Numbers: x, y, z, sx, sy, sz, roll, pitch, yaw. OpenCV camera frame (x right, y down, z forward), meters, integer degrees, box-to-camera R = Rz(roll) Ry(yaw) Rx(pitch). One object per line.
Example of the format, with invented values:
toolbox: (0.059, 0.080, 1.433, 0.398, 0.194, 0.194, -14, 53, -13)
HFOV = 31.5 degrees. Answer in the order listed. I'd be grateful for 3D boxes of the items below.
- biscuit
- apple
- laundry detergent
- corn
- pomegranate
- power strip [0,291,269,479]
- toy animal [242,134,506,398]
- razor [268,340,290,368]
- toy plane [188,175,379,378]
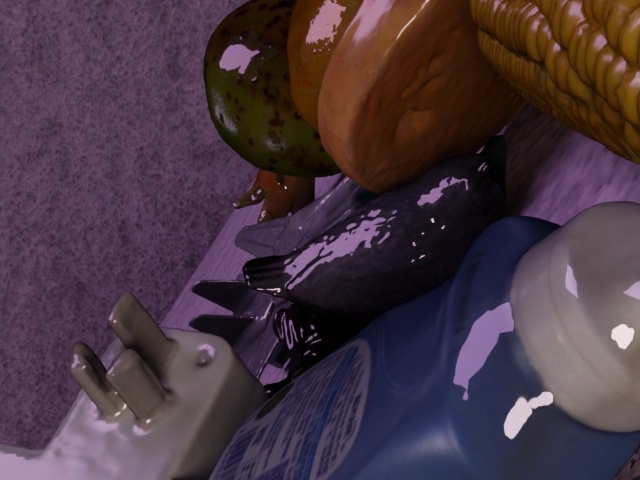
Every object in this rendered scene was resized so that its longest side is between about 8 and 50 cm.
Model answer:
biscuit: (0.113, -0.176, 0.685, 0.275, 0.052, 0.355, -18, -35, -43)
apple: (0.047, -0.170, 1.024, 0.155, 0.182, 0.182, -18, 23, 17)
laundry detergent: (0.052, 0.073, 0.453, 0.290, 0.094, 0.143, -42, 11, 48)
corn: (0.137, -0.096, 0.480, 0.120, 0.120, 0.363, -55, 12, 12)
pomegranate: (-0.049, -0.156, 1.337, 0.286, 0.231, 0.231, -50, 11, 35)
power strip: (-0.124, 0.159, 0.607, 0.229, 0.141, 0.261, 5, 51, 30)
toy animal: (0.029, 0.004, 0.721, 0.210, 0.117, 0.121, -56, 2, 19)
razor: (-0.039, 0.042, 1.139, 0.111, 0.056, 0.278, -58, 9, 3)
toy plane: (0.009, 0.006, 0.921, 0.267, 0.088, 0.212, -39, 33, 26)
